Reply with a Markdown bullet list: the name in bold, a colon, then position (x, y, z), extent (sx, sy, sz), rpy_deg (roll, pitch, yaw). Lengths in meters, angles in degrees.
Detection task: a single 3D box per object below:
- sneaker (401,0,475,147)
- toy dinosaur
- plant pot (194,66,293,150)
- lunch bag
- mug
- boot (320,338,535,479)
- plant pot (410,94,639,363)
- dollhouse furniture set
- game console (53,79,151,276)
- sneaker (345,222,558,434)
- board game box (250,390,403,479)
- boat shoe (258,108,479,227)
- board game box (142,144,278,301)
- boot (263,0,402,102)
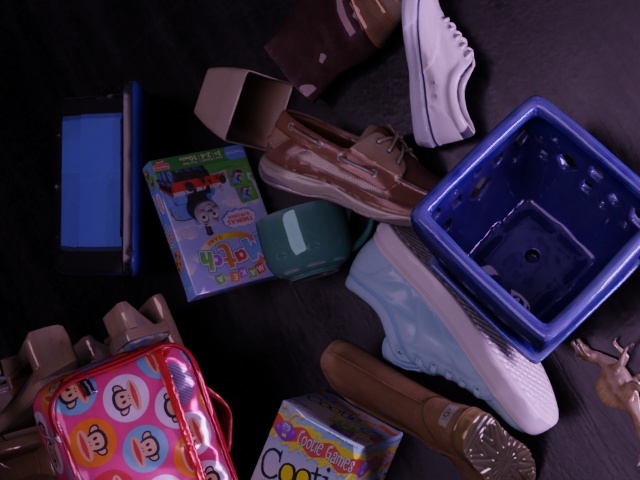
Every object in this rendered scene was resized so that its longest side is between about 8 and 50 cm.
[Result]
- **sneaker**: position (0.169, -0.261, 1.713), extent (0.091, 0.094, 0.258), rpy_deg (-5, 96, 16)
- **toy dinosaur**: position (0.405, 0.194, 1.614), extent (0.092, 0.053, 0.183), rpy_deg (-45, 63, 34)
- **plant pot**: position (-0.124, -0.205, 1.838), extent (0.096, 0.109, 0.109), rpy_deg (24, 100, 36)
- **lunch bag**: position (-0.230, 0.292, 1.680), extent (0.120, 0.258, 0.293), rpy_deg (-13, 97, 59)
- **mug**: position (-0.007, 0.001, 1.760), extent (0.157, 0.129, 0.097), rpy_deg (-18, 82, 24)
- **boot**: position (0.150, 0.251, 1.689), extent (0.269, 0.236, 0.089), rpy_deg (22, 62, 45)
- **plant pot**: position (0.273, 0.002, 1.558), extent (0.236, 0.212, 0.236), rpy_deg (-43, 70, -10)
- **dollhouse furniture set**: position (-0.420, 0.297, 1.839), extent (0.394, 0.362, 0.256), rpy_deg (-38, 70, 49)
- **game console**: position (-0.352, -0.090, 1.910), extent (0.173, 0.250, 0.293), rpy_deg (0, 89, -1)
- **sneaker**: position (0.171, 0.141, 1.684), extent (0.150, 0.135, 0.366), rpy_deg (-50, 61, 24)
- **board game box**: position (-0.017, 0.373, 1.750), extent (0.144, 0.142, 0.275), rpy_deg (26, 100, 23)
- **boat shoe**: position (0.073, -0.101, 1.702), extent (0.324, 0.123, 0.116), rpy_deg (15, 108, 9)
- **board game box**: position (-0.154, -0.029, 1.820), extent (0.039, 0.160, 0.212), rpy_deg (-35, 73, 56)
- **boot**: position (-0.012, -0.352, 1.791), extent (0.207, 0.090, 0.248), rpy_deg (-40, 77, 17)
